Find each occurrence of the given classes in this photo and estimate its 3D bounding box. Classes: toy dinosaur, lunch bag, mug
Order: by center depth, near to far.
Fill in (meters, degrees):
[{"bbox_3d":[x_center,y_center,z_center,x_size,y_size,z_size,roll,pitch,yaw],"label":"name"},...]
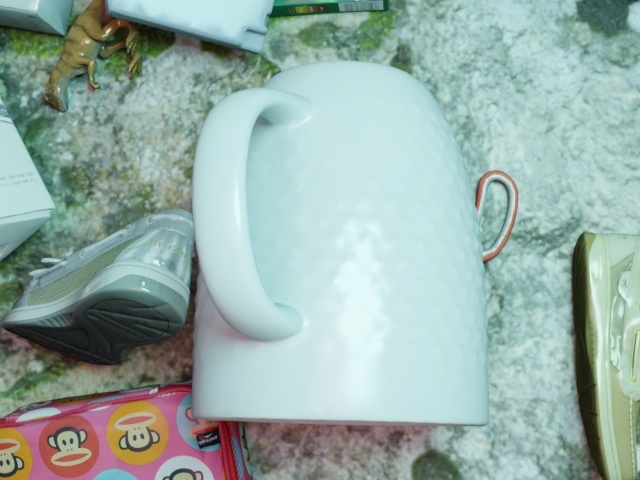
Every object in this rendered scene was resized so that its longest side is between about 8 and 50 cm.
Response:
[{"bbox_3d":[0.000,0.000,0.792,0.276,0.374,0.328,-5,76,25],"label":"mug"},{"bbox_3d":[-0.215,0.291,0.922,0.293,0.120,0.258,-11,89,6],"label":"lunch bag"},{"bbox_3d":[-0.254,-0.245,0.984,0.112,0.064,0.211,23,88,8],"label":"toy dinosaur"}]

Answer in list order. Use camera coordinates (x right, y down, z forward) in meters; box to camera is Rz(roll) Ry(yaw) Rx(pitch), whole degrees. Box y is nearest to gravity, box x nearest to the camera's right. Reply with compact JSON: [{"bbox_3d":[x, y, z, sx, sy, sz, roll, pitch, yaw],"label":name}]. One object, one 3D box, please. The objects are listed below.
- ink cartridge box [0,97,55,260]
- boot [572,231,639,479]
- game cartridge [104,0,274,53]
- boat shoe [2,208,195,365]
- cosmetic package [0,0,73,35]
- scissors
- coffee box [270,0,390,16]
[{"bbox_3d":[-0.436,-0.097,0.928,0.198,0.115,0.273,-32,83,33],"label":"ink cartridge box"},{"bbox_3d":[0.371,0.119,0.887,0.203,0.095,0.262,-2,82,4],"label":"boot"},{"bbox_3d":[-0.125,-0.363,0.902,0.196,0.060,0.294,12,94,-21],"label":"game cartridge"},{"bbox_3d":[-0.225,0.054,0.878,0.118,0.320,0.103,30,59,-26],"label":"boat shoe"},{"bbox_3d":[-0.404,-0.450,0.995,0.284,0.097,0.377,11,87,4],"label":"cosmetic package"},{"bbox_3d":[0.135,0.059,0.946,0.109,0.021,0.297,15,86,5],"label":"scissors"},{"bbox_3d":[-0.014,-0.315,0.976,0.184,0.040,0.113,-1,87,6],"label":"coffee box"}]
